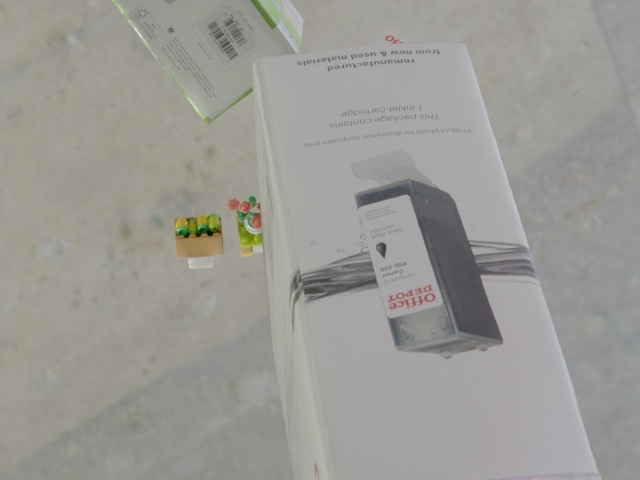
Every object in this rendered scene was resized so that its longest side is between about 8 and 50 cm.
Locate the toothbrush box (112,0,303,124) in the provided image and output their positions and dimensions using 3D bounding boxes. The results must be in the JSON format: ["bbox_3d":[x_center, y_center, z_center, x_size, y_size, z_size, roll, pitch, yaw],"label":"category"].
[{"bbox_3d":[-0.124,-0.260,1.602,0.122,0.283,0.206,-35,102,8],"label":"toothbrush box"}]

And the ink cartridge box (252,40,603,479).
[{"bbox_3d":[0.031,0.053,0.589,0.092,0.218,0.159,-6,138,-4],"label":"ink cartridge box"}]

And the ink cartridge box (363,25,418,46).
[{"bbox_3d":[0.063,-0.119,1.420,0.143,0.092,0.090,-41,150,-22],"label":"ink cartridge box"}]

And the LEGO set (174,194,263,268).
[{"bbox_3d":[0.000,0.000,1.463,0.132,0.287,0.107,-61,170,-22],"label":"LEGO set"}]
